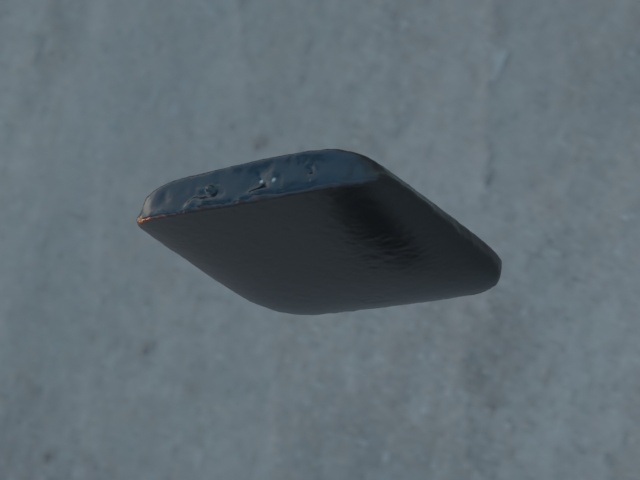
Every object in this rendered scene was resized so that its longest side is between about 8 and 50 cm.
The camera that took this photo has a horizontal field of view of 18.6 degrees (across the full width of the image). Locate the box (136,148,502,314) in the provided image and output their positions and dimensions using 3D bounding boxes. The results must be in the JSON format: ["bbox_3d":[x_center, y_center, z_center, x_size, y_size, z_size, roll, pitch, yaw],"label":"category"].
[{"bbox_3d":[0.000,0.000,1.379,0.213,0.201,0.042,-12,59,34],"label":"box"}]
